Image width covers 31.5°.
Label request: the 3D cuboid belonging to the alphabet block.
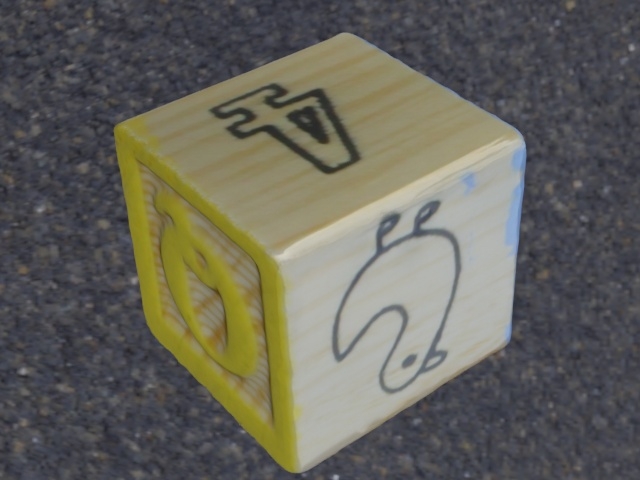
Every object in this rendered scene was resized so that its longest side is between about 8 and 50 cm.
[{"bbox_3d":[0.000,0.000,0.770,0.197,0.193,0.192,-28,133,-27],"label":"alphabet block"}]
